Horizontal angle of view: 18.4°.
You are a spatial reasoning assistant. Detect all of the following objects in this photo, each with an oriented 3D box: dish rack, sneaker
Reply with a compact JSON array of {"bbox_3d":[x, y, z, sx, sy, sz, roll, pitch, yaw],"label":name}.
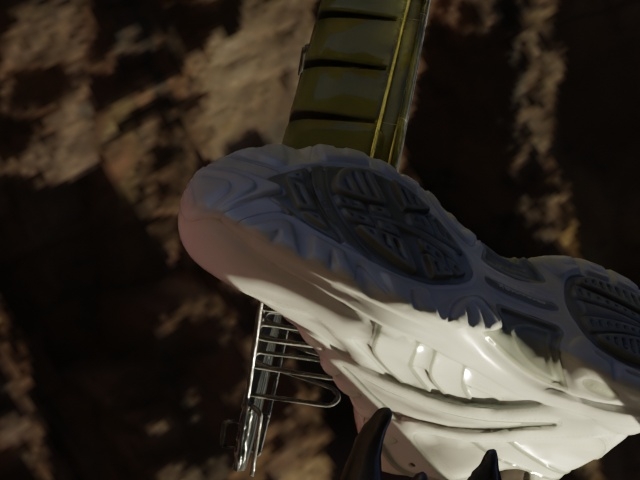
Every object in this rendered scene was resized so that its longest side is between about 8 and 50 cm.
[{"bbox_3d":[0.000,0.000,1.160,0.074,0.208,0.271,13,-50,2],"label":"dish rack"},{"bbox_3d":[0.034,0.046,0.786,0.232,0.090,0.115,26,-58,-23],"label":"sneaker"}]

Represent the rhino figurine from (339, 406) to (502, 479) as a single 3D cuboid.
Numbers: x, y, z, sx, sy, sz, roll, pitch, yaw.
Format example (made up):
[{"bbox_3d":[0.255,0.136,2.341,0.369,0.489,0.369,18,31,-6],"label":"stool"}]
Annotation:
[{"bbox_3d":[0.047,0.144,0.475,0.106,0.073,0.243,-34,-129,24],"label":"rhino figurine"}]
